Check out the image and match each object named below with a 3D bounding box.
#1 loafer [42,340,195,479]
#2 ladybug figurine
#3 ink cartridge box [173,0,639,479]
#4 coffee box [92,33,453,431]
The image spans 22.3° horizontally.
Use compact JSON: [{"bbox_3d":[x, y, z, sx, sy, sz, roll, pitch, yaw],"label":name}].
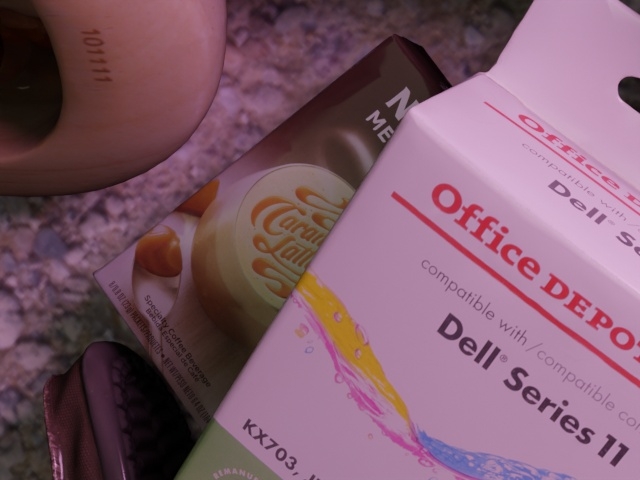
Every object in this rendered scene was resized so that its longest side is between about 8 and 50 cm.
[{"bbox_3d":[-0.145,0.249,1.044,0.130,0.134,0.366,-8,86,15],"label":"loafer"},{"bbox_3d":[-0.254,-0.177,1.036,0.449,0.305,0.162,10,47,20],"label":"ladybug figurine"},{"bbox_3d":[0.092,0.058,0.847,0.207,0.119,0.353,38,118,12],"label":"ink cartridge box"},{"bbox_3d":[0.000,0.000,1.030,0.246,0.098,0.141,-39,82,11],"label":"coffee box"}]
